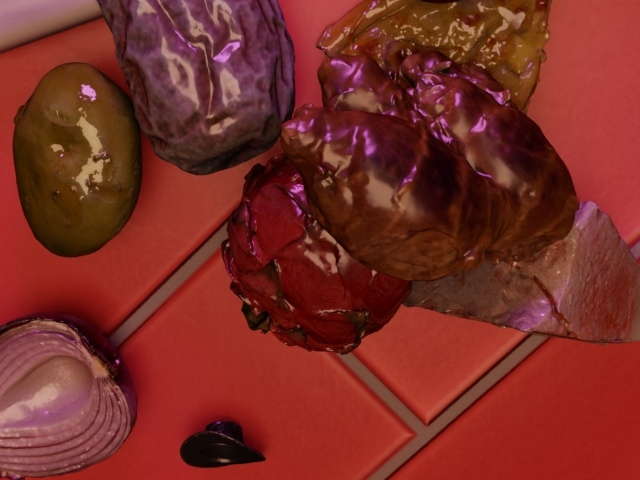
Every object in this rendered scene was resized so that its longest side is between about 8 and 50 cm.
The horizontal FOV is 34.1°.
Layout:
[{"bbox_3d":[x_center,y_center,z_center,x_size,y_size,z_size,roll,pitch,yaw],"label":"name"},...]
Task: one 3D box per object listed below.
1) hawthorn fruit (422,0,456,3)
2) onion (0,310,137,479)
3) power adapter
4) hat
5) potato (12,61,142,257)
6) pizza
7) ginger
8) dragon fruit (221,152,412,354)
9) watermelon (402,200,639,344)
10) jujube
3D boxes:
[{"bbox_3d":[0.129,-0.370,1.207,0.189,0.251,0.189,-12,111,-32],"label":"hawthorn fruit"},{"bbox_3d":[-0.392,0.211,1.407,0.283,0.120,0.227,-25,103,4],"label":"onion"},{"bbox_3d":[-0.403,-0.328,1.284,0.255,0.124,0.187,-18,100,7],"label":"power adapter"},{"bbox_3d":[-0.132,0.280,1.445,0.121,0.050,0.121,2,147,1],"label":"hat"},{"bbox_3d":[-0.298,-0.099,1.308,0.186,0.148,0.253,35,127,27],"label":"potato"},{"bbox_3d":[0.166,-0.231,1.306,0.323,0.089,0.223,-17,99,6],"label":"pizza"},{"bbox_3d":[0.117,-0.092,1.152,0.357,0.152,0.274,-11,79,-31],"label":"ginger"},{"bbox_3d":[0.000,0.000,1.282,0.244,0.244,0.299,5,114,1],"label":"dragon fruit"},{"bbox_3d":[0.265,0.062,1.311,0.310,0.232,0.193,25,70,11],"label":"watermelon"},{"bbox_3d":[-0.144,-0.242,1.246,0.226,0.226,0.317,-18,95,6],"label":"jujube"}]
